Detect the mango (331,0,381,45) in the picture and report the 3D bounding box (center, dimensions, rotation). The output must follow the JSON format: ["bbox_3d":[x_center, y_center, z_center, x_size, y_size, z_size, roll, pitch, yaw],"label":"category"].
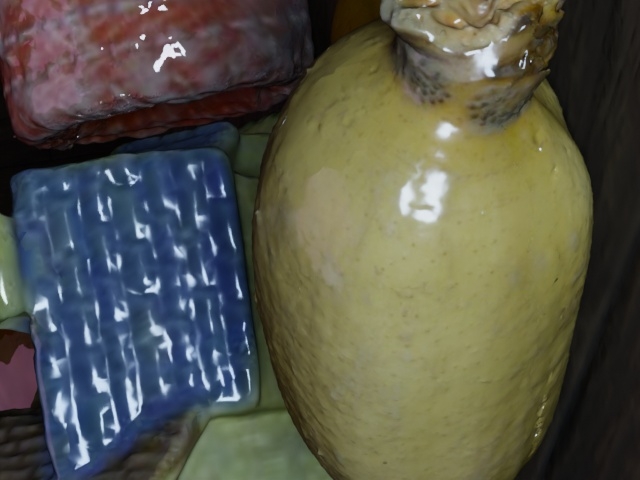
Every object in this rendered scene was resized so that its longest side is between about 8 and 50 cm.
[{"bbox_3d":[0.036,-0.086,0.864,0.114,0.060,0.080,-105,12,-51],"label":"mango"}]

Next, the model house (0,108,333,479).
[{"bbox_3d":[-0.098,0.088,0.991,0.261,0.266,0.321,-12,83,40],"label":"model house"}]

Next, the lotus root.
[{"bbox_3d":[0.037,0.011,0.728,0.303,0.131,0.146,90,166,-47],"label":"lotus root"}]

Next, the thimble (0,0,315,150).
[{"bbox_3d":[-0.125,-0.165,1.290,0.239,0.239,0.162,152,106,-81],"label":"thimble"}]

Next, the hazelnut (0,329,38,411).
[{"bbox_3d":[-0.149,0.127,1.586,0.372,0.315,0.372,57,178,3],"label":"hazelnut"}]
